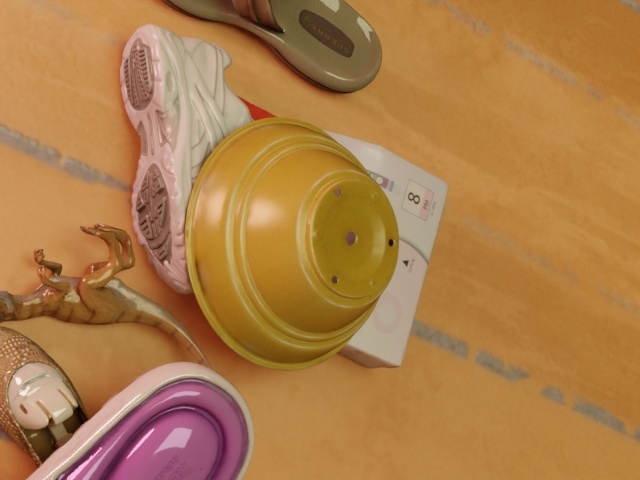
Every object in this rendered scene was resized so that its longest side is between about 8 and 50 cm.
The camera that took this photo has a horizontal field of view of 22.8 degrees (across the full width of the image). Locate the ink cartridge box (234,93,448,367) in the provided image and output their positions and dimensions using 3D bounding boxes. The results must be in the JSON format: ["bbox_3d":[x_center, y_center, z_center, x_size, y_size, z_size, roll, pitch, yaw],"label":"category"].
[{"bbox_3d":[-0.006,-0.011,1.429,0.232,0.066,0.189,28,68,-30],"label":"ink cartridge box"}]

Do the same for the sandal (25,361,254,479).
[{"bbox_3d":[-0.195,0.269,1.188,0.169,0.102,0.416,36,81,-22],"label":"sandal"}]

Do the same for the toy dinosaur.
[{"bbox_3d":[-0.177,0.047,1.319,0.211,0.064,0.112,10,95,-21],"label":"toy dinosaur"}]

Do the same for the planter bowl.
[{"bbox_3d":[0.000,0.000,1.326,0.217,0.090,0.217,4,84,-41],"label":"planter bowl"}]

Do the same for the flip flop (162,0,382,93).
[{"bbox_3d":[-0.047,-0.225,1.421,0.277,0.080,0.112,32,67,-24],"label":"flip flop"}]

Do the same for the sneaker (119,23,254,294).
[{"bbox_3d":[-0.099,-0.070,1.359,0.115,0.090,0.232,-1,83,-33],"label":"sneaker"}]

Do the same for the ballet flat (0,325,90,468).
[{"bbox_3d":[-0.204,0.154,1.270,0.073,0.067,0.206,-39,103,-30],"label":"ballet flat"}]
